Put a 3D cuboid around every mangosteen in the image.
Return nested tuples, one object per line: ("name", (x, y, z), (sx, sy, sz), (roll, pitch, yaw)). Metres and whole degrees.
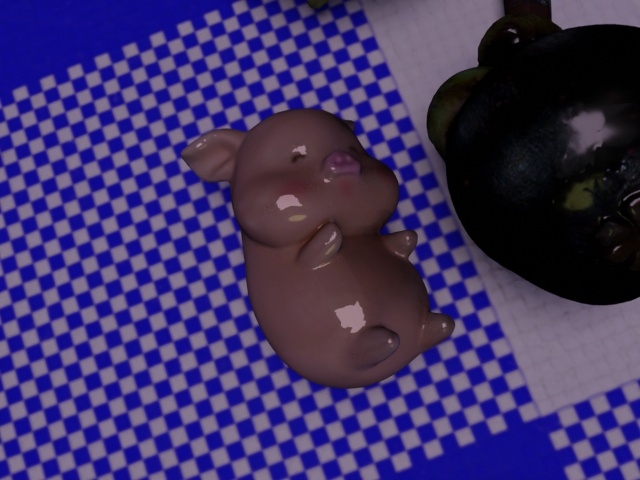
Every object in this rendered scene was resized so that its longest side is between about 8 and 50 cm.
("mangosteen", (0.204, -0.076, 0.502), (0.243, 0.243, 0.243), (-1, 81, 4))

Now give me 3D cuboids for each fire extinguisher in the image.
("fire extinguisher", (0.203, -0.242, 0.605), (0.064, 0.043, 0.158), (5, 79, -33))

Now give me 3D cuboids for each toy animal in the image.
("toy animal", (0.004, 0.002, 0.526), (0.154, 0.166, 0.250), (-33, 68, 42))

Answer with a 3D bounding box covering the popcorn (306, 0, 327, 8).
("popcorn", (0.021, -0.346, 0.542), (0.250, 0.242, 0.235), (18, 66, 18))
